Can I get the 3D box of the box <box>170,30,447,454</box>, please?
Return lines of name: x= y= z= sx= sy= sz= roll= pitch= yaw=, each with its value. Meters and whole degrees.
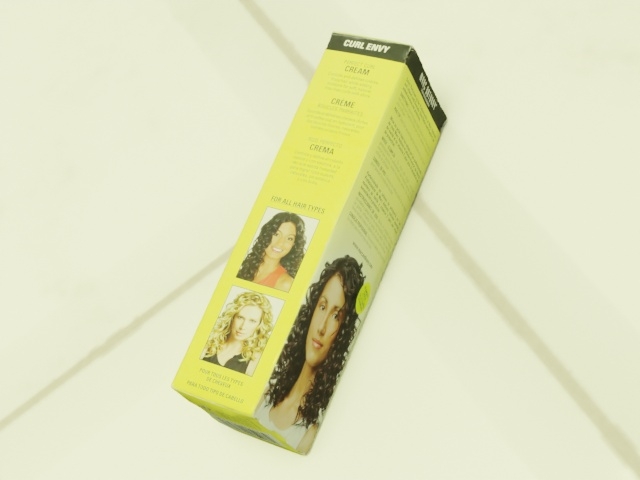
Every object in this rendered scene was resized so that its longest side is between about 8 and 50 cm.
box: x=0.000 y=0.000 z=0.647 sx=0.058 sy=0.087 sz=0.232 roll=14 pitch=73 yaw=26
